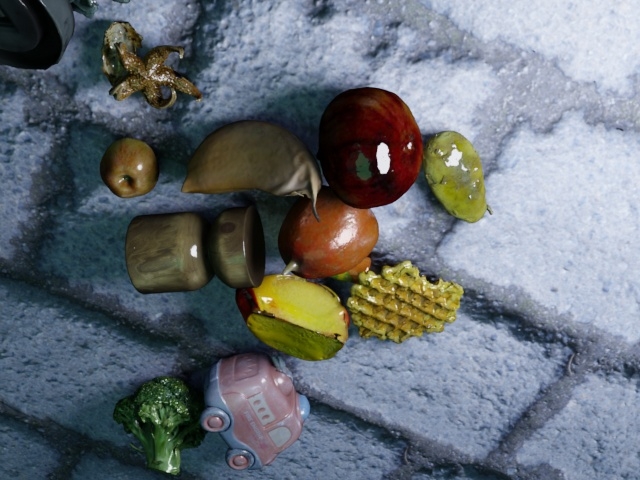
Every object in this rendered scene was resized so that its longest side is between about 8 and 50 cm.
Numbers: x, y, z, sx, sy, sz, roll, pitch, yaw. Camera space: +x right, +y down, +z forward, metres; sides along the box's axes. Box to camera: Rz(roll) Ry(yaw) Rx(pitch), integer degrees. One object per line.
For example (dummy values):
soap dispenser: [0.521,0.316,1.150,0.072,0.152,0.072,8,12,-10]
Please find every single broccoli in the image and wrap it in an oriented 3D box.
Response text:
broccoli: [-0.393,0.467,1.981,0.262,0.241,0.269,20,155,-28]

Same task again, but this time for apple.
apple: [-0.407,-0.152,1.645,0.126,0.102,0.126,3,122,5]

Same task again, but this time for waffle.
waffle: [0.191,0.139,1.750,0.291,0.051,0.291,-4,136,-4]

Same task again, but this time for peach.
peach: [-0.069,0.171,1.777,0.268,0.158,0.153,17,135,-2]

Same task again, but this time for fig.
fig: [0.087,-0.175,1.495,0.215,0.235,0.234,16,124,14]

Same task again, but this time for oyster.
oyster: [-0.405,-0.373,1.543,0.086,0.029,0.132,33,112,-28]

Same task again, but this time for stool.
stool: [-0.269,0.022,1.695,0.264,0.179,0.179,-4,122,10]

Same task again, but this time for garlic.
garlic: [-0.101,-0.128,1.549,0.339,0.196,0.151,13,147,27]

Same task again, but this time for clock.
clock: [-0.607,-0.441,1.417,0.325,0.067,0.325,16,154,8]

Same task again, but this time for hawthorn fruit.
hawthorn fruit: [0.000,0.000,1.601,0.200,0.251,0.199,24,140,22]

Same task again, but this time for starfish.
starfish: [-0.321,-0.326,1.532,0.190,0.074,0.146,10,121,-24]

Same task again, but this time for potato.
potato: [0.278,-0.124,1.579,0.117,0.090,0.225,-31,121,1]

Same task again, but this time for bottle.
bottle: [0.016,0.046,1.740,0.187,0.069,0.069,16,123,-1]

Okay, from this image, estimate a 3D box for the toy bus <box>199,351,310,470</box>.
toy bus: [-0.154,0.411,1.933,0.232,0.197,0.294,-22,116,8]

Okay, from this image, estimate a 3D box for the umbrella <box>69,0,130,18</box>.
umbrella: [-0.511,-0.499,1.439,0.349,0.094,0.143,12,143,6]
